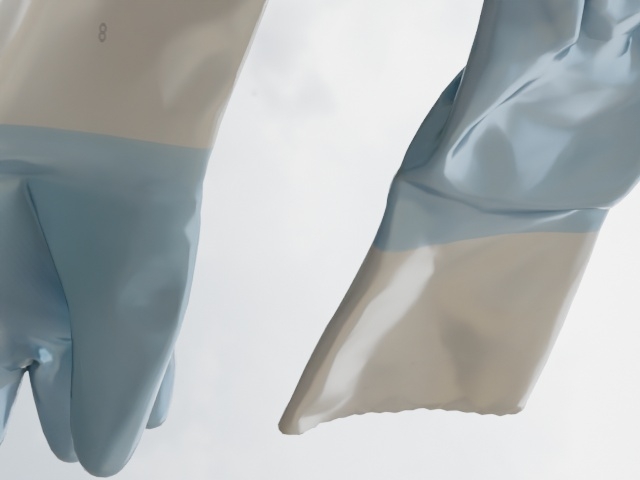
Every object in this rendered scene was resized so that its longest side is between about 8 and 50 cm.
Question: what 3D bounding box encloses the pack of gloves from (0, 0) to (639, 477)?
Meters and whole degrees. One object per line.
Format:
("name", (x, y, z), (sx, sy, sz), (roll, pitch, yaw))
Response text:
("pack of gloves", (0.000, 0.000, 0.364), (0.232, 0.195, 0.046), (109, -26, -49))
